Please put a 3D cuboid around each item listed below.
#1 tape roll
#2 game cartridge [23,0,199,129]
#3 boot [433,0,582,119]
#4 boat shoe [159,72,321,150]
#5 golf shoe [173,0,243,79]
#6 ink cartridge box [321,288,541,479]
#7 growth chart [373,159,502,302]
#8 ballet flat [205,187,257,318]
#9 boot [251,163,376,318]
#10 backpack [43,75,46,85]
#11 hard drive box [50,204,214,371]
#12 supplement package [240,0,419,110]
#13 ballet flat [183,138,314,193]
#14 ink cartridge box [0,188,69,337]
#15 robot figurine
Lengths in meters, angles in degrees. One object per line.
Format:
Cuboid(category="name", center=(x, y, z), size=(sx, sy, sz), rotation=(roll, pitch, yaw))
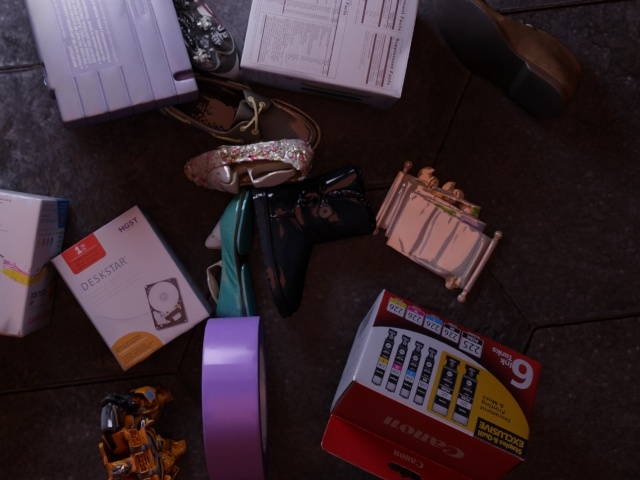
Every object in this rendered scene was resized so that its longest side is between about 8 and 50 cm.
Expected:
Cuboid(category="tape roll", center=(-0.138, 0.266, 1.445), size=(0.090, 0.275, 0.275), rotation=(-3, 92, 0))
Cuboid(category="game cartridge", center=(-0.353, -0.372, 1.397), size=(0.230, 0.068, 0.355), rotation=(-15, 85, -7))
Cuboid(category="boot", center=(0.333, -0.351, 1.543), size=(0.305, 0.112, 0.115), rotation=(42, 60, 2))
Cuboid(category="boat shoe", center=(-0.147, -0.219, 1.522), size=(0.304, 0.091, 0.109), rotation=(17, 91, -2))
Cuboid(category="golf shoe", center=(-0.234, -0.381, 1.517), size=(0.105, 0.120, 0.273), rotation=(-38, 70, 6))
Cuboid(category="ink cartridge box", center=(0.189, 0.276, 1.455), size=(0.309, 0.130, 0.272), rotation=(25, 49, -2))
Cuboid(category="growth chart", center=(0.212, -0.022, 1.571), size=(0.237, 0.021, 0.172), rotation=(35, 90, -2))
Cuboid(category="ballet flat", center=(-0.163, 0.031, 1.538), size=(0.087, 0.083, 0.247), rotation=(-2, 90, 13))
Cuboid(category="boot", center=(0.000, 0.000, 1.529), size=(0.207, 0.094, 0.247), rotation=(-11, 86, 3))
Cuboid(category="backpack", center=(-0.389, -0.340, 1.490), size=(0.165, 0.144, 0.189), rotation=(6, 82, -1))
Cuboid(category="hard drive box", center=(-0.328, 0.082, 1.529), size=(0.181, 0.089, 0.232), rotation=(-34, 92, -1))
Cuboid(category="supplement package", center=(0.016, -0.348, 1.467), size=(0.262, 0.199, 0.198), rotation=(11, 92, -2))
Cuboid(category="ballet flat", center=(-0.128, -0.123, 1.505), size=(0.240, 0.091, 0.077), rotation=(-11, 52, 14))
Cuboid(category="ink cartridge box", center=(-0.549, 0.031, 1.481), size=(0.168, 0.171, 0.233), rotation=(9, 92, -1))
Cuboid(category="robot figurine", center=(-0.292, 0.338, 1.436), size=(0.085, 0.291, 0.211), rotation=(-16, 93, -1))
